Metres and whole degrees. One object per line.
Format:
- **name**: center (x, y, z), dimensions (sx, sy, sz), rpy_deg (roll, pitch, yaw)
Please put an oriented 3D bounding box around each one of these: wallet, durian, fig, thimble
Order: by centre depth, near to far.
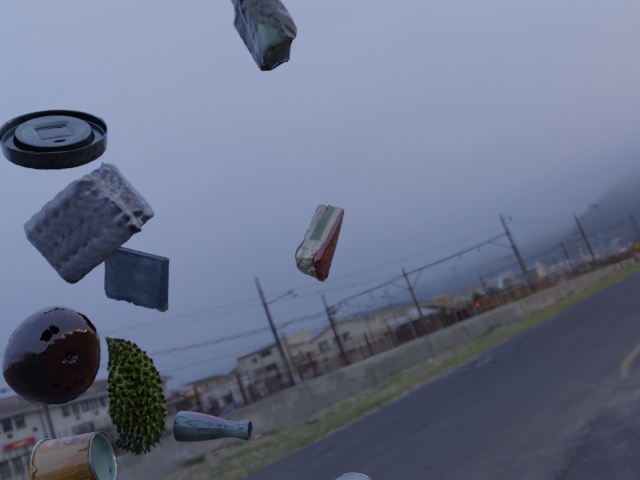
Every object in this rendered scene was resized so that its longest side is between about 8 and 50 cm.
- **thimble**: center (-0.471, -0.039, 1.390), dimensions (0.246, 0.157, 0.217), rpy_deg (-30, 17, 35)
- **fig**: center (-0.646, 0.274, 1.632), dimensions (0.215, 0.234, 0.235), rpy_deg (25, 21, 35)
- **durian**: center (-0.527, 0.450, 1.927), dimensions (0.158, 0.355, 0.169), rpy_deg (-7, 10, -26)
- **wallet**: center (-0.529, 0.104, 1.957), dimensions (0.222, 0.167, 0.036), rpy_deg (11, 18, 20)

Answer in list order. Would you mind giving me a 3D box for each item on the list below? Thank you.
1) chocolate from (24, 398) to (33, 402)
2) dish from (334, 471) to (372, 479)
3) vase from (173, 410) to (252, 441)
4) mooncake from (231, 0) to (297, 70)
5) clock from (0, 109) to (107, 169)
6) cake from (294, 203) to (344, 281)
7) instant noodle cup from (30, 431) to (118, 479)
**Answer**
- **chocolate**: center (-0.740, 0.386, 1.807), dimensions (0.100, 0.031, 0.064), rpy_deg (-52, -35, -26)
- **dish**: center (0.099, 0.801, 2.174), dimensions (0.246, 0.078, 0.224), rpy_deg (-16, -52, 24)
- **vase**: center (-0.304, 0.534, 1.939), dimensions (0.214, 0.086, 0.086), rpy_deg (1, -8, 9)
- **mooncake**: center (-0.091, -0.345, 1.090), dimensions (0.073, 0.125, 0.130), rpy_deg (-29, -1, -14)
- **clock**: center (-0.791, -0.305, 2.032), dimensions (0.313, 0.312, 0.061), rpy_deg (-15, -51, -28)
- **cake**: center (-0.005, 0.000, 1.918), dimensions (0.086, 0.220, 0.117), rpy_deg (15, -2, 15)
- **instant noodle cup**: center (-0.689, 0.645, 1.933), dimensions (0.173, 0.215, 0.216), rpy_deg (-18, -10, 4)
